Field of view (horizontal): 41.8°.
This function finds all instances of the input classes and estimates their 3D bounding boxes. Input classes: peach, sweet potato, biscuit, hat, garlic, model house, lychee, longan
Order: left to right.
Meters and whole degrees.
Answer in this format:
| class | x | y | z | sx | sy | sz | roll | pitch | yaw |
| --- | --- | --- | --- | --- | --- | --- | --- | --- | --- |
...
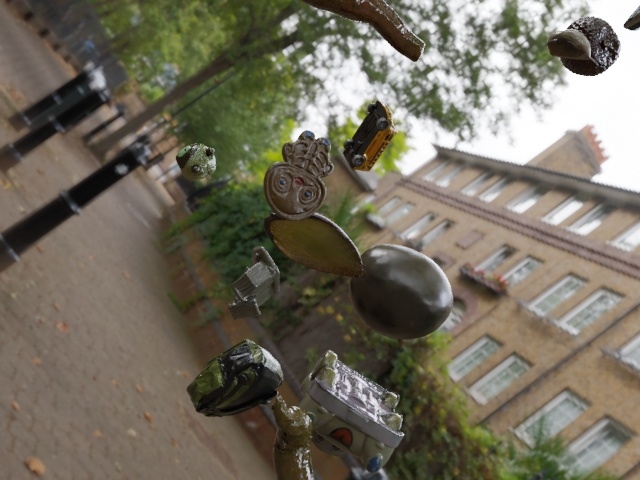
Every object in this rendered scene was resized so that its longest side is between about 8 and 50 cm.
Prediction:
| class | x | y | z | sx | sy | sz | roll | pitch | yaw |
| --- | --- | --- | --- | --- | --- | --- | --- | --- | --- |
| hat | -0.260 | -0.169 | 1.798 | 0.059 | 0.077 | 0.076 | 3 | -60 | 48 |
| model house | -0.208 | 0.142 | 2.517 | 0.122 | 0.188 | 0.229 | 36 | -26 | 16 |
| sweet potato | -0.054 | 0.459 | 1.791 | 0.124 | 0.098 | 0.309 | -153 | -129 | -65 |
| biscuit | -0.039 | -0.122 | 1.576 | 0.124 | 0.175 | 0.026 | 24 | -8 | -16 |
| peach | 0.000 | -0.004 | 1.993 | 0.279 | 0.068 | 0.189 | 33 | -36 | -16 |
| sweet potato | 0.075 | -0.515 | 1.812 | 0.385 | 0.109 | 0.109 | 23 | 6 | -20 |
| longan | 0.203 | 0.137 | 2.226 | 0.300 | 0.243 | 0.300 | 36 | -8 | 6 |
| garlic | 0.686 | -0.536 | 2.284 | 0.152 | 0.066 | 0.084 | 17 | -28 | 40 |
| lychee | 0.812 | -0.590 | 2.549 | 0.194 | 0.194 | 0.194 | 53 | -6 | 8 |

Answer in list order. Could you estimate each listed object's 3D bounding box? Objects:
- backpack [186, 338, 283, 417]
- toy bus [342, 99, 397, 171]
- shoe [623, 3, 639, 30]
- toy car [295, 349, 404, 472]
| class | x | y | z | sx | sy | sz | roll | pitch | yaw |
| --- | --- | --- | --- | --- | --- | --- | --- | --- | --- |
| backpack | -0.231 | 0.387 | 2.258 | 0.140 | 0.253 | 0.207 | 60 | 5 | 35 |
| toy bus | 0.119 | -0.235 | 1.898 | 0.074 | 0.162 | 0.069 | 10 | 39 | -35 |
| shoe | 0.828 | -0.543 | 2.040 | 0.106 | 0.091 | 0.207 | 43 | -12 | -17 |
| toy car | 0.045 | 0.430 | 2.006 | 0.242 | 0.226 | 0.336 | 33 | 8 | -2 |
